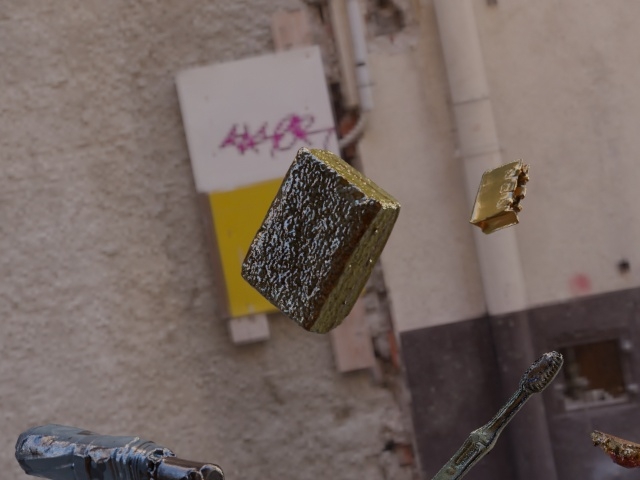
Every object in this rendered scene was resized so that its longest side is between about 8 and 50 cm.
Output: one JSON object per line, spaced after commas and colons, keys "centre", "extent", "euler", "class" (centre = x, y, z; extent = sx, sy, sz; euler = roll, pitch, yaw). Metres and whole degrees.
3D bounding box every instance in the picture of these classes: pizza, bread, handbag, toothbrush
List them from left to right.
{"centre": [0.000, 0.000, 1.750], "extent": [0.184, 0.234, 0.110], "euler": [38, 15, 34], "class": "bread"}
{"centre": [0.137, 0.219, 1.137], "extent": [0.294, 0.026, 0.028], "euler": [-49, -30, -1], "class": "toothbrush"}
{"centre": [0.206, -0.051, 1.321], "extent": [0.027, 0.083, 0.061], "euler": [35, -33, -25], "class": "handbag"}
{"centre": [0.347, 0.242, 1.320], "extent": [0.100, 0.029, 0.099], "euler": [19, -3, -32], "class": "pizza"}

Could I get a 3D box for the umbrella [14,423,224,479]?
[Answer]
{"centre": [-0.186, 0.204, 1.056], "extent": [0.250, 0.052, 0.053], "euler": [0, 19, 36], "class": "umbrella"}
